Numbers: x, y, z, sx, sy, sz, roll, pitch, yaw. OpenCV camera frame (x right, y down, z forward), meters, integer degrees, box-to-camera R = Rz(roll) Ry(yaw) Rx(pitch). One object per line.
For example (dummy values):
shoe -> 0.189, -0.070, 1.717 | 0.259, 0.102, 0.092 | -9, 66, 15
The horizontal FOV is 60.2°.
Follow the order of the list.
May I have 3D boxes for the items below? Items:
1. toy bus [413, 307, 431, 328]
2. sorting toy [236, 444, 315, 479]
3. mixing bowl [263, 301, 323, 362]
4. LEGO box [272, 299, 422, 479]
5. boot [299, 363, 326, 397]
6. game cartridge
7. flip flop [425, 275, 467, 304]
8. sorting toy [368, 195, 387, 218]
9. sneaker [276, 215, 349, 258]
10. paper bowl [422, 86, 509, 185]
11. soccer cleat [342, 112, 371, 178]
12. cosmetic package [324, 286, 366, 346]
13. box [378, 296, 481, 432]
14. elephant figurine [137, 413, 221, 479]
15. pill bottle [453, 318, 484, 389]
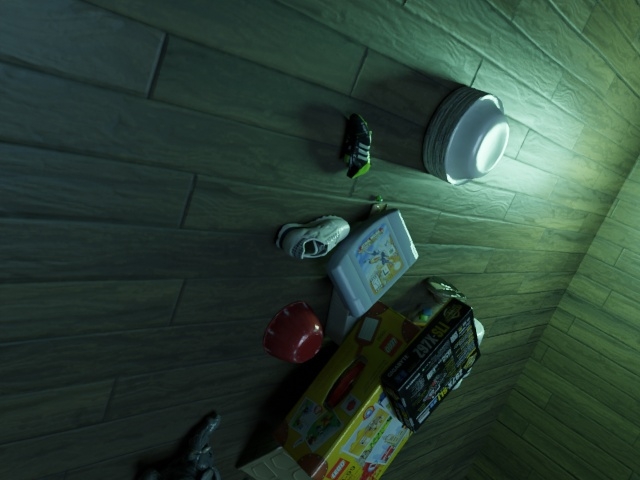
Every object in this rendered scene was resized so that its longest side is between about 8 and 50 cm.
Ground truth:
toy bus -> 0.343, 0.359, 2.032 | 0.104, 0.191, 0.202 | 9, 116, -4
sorting toy -> -0.142, 0.732, 1.720 | 0.229, 0.041, 0.307 | 39, 124, -21
mixing bowl -> -0.059, 0.271, 1.533 | 0.181, 0.098, 0.181 | -27, 133, -32
LEGO box -> 0.152, 0.489, 1.685 | 0.500, 0.193, 0.372 | -52, 138, -8
boot -> 0.047, 0.404, 1.747 | 0.207, 0.094, 0.246 | -6, 127, -50
game cartridge -> 0.149, 0.049, 1.549 | 0.297, 0.062, 0.198 | -41, 121, -29
flip flop -> 0.467, 0.204, 2.072 | 0.080, 0.112, 0.277 | -48, 150, 13
sorting toy -> 0.167, -0.093, 1.585 | 0.062, 0.012, 0.083 | -7, 123, -44
sneaker -> 0.000, 0.000, 1.403 | 0.235, 0.095, 0.090 | -17, 126, -42
paper bowl -> 0.447, -0.297, 1.636 | 0.284, 0.148, 0.284 | -29, 136, -33
soccer cleat -> 0.087, -0.228, 1.362 | 0.072, 0.060, 0.179 | -36, 141, -23
cosmetic package -> 0.094, 0.194, 1.657 | 0.117, 0.085, 0.231 | -17, 127, -39
box -> 0.321, 0.353, 1.565 | 0.322, 0.079, 0.257 | -43, 138, -18
elephant figurine -> -0.337, 0.608, 1.443 | 0.186, 0.169, 0.239 | -46, 170, 37
pill bottle -> 0.559, 0.468, 2.300 | 0.169, 0.169, 0.302 | -16, 127, -41
